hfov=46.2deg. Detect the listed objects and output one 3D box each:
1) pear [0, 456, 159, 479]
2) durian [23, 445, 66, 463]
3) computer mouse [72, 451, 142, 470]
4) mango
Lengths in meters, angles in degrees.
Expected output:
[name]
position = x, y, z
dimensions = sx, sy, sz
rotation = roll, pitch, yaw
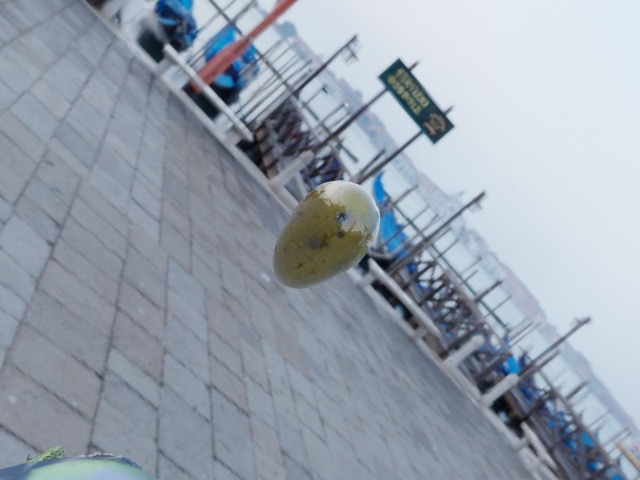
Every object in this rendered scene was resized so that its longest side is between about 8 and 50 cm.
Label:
[pear]
position = -0.265, 0.440, 0.751
dimensions = 0.399, 0.165, 0.398
rotation = 17, 42, -16
[durian]
position = -0.575, 0.464, 1.540
dimensions = 0.100, 0.086, 0.215
rotation = 10, -11, -13
[computer mouse]
position = -0.383, 0.399, 1.227
dimensions = 0.062, 0.193, 0.105
rotation = -115, -175, -68
[mango]
position = -0.005, 0.000, 1.480
dimensions = 0.177, 0.329, 0.175
rotation = -1, 67, -39
